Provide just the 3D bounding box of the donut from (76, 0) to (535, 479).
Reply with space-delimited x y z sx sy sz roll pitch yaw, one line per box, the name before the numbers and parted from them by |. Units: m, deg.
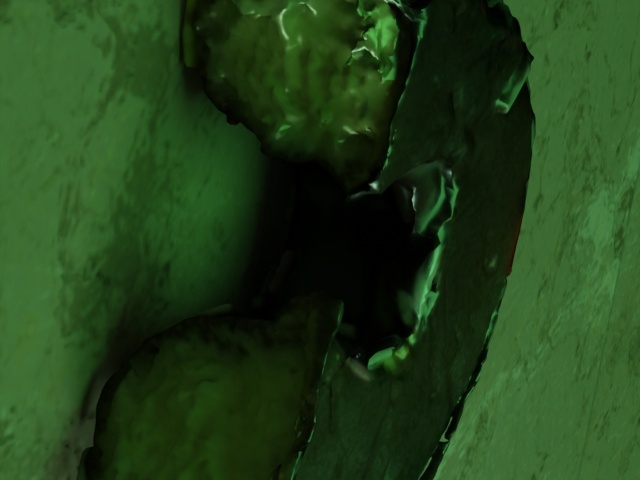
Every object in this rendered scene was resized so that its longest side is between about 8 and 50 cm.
donut | 0.008 0.005 0.938 0.259 0.136 0.345 0 105 -65
